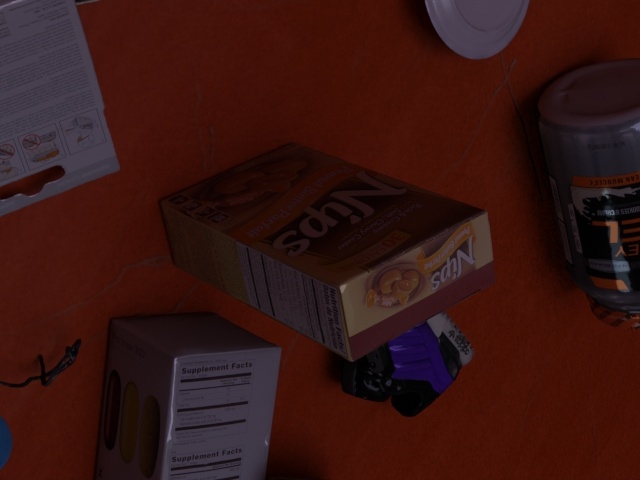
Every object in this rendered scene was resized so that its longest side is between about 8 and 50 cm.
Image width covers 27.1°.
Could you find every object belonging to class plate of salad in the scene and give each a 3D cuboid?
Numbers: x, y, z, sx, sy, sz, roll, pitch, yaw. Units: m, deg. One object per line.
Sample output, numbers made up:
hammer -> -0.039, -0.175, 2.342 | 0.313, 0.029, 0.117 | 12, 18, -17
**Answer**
plate of salad -> 0.178, -0.311, 1.541 | 0.200, 0.048, 0.199 | -9, 103, -44

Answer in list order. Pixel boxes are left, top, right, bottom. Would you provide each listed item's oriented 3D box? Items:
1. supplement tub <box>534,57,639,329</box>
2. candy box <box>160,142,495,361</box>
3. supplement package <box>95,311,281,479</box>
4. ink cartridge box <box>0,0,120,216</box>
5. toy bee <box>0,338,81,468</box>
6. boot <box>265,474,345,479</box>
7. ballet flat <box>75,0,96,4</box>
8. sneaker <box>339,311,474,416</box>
supplement tub -> 0.393, -0.056, 1.691 | 0.193, 0.193, 0.316 | -33, 121, -25
candy box -> 0.000, 0.000, 1.330 | 0.183, 0.316, 0.087 | -26, 119, -29
supplement package -> -0.145, 0.212, 1.402 | 0.134, 0.139, 0.244 | -2, 105, -38
ink cartridge box -> -0.296, -0.129, 1.221 | 0.181, 0.056, 0.224 | -22, 138, -13
toy bee -> -0.370, 0.171, 1.229 | 0.162, 0.298, 0.195 | 38, 116, -12
boot -> -0.022, 0.368, 1.463 | 0.295, 0.104, 0.211 | 53, 41, -79
ballet flat -> -0.242, -0.252, 1.227 | 0.203, 0.074, 0.074 | -10, 110, -37
sneaker -> 0.066, 0.113, 1.554 | 0.146, 0.102, 0.293 | -52, 128, -11
